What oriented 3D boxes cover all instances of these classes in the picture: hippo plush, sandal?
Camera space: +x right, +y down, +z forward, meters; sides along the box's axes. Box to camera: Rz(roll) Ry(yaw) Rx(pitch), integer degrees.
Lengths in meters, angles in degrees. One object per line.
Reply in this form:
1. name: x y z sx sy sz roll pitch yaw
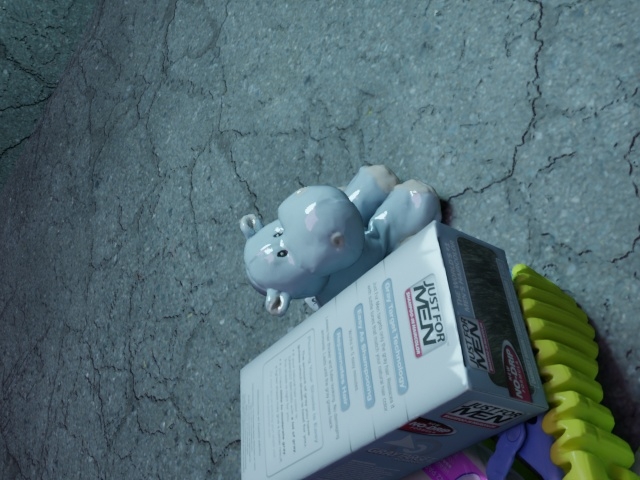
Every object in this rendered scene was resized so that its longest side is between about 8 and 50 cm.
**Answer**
1. hippo plush: 0.000 0.000 0.987 0.294 0.236 0.234 -40 52 31
2. sandal: 0.221 0.160 0.750 0.138 0.126 0.317 -43 28 36

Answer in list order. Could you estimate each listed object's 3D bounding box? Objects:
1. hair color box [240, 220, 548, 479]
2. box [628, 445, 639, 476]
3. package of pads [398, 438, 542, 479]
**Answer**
1. hair color box: 0.052 0.162 0.798 0.374 0.113 0.185 -41 41 39
2. box: 0.299 0.318 0.615 0.232 0.058 0.322 -94 28 -77
3. package of pads: 0.095 0.303 0.891 0.296 0.101 0.229 36 104 47
